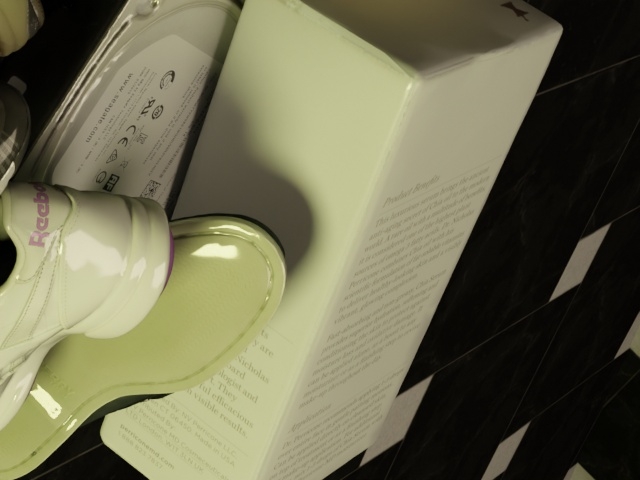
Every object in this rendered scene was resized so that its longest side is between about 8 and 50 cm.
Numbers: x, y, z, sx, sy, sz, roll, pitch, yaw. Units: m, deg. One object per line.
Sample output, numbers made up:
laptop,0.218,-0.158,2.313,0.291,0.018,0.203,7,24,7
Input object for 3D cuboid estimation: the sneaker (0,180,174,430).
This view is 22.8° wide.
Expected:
sneaker,-0.238,0.044,1.070,0.152,0.114,0.305,18,137,-40

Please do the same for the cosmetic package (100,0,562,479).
cosmetic package,0.000,0.000,1.294,0.230,0.161,0.453,-26,145,-52

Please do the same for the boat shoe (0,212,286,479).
boat shoe,-0.148,0.066,1.201,0.340,0.127,0.113,-39,-172,30

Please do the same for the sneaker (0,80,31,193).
sneaker,-0.270,-0.020,0.910,0.234,0.078,0.106,-33,172,-6

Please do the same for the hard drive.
hard drive,-0.125,-0.091,1.212,0.237,0.064,0.339,-56,159,4

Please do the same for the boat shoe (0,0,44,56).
boat shoe,-0.239,-0.163,0.807,0.120,0.122,0.324,-43,157,-11
